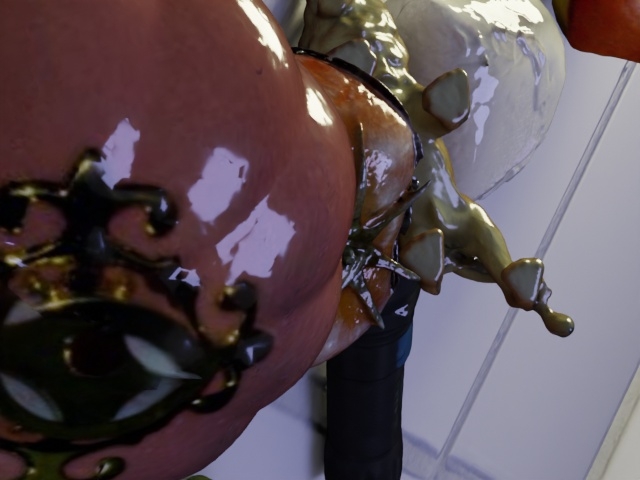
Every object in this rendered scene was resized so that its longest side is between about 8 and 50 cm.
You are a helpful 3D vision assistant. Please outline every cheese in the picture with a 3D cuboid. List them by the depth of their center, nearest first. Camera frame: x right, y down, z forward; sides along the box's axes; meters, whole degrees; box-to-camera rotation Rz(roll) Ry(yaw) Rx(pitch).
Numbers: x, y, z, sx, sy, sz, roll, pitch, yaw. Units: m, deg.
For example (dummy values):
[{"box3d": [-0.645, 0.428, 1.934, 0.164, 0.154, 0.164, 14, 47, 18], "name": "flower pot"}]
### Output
[{"box3d": [0.111, -0.125, 1.385, 0.189, 0.154, 0.198, -20, 131, -41], "name": "cheese"}]

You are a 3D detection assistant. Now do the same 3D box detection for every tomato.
[{"box3d": [-0.043, -0.006, 1.133, 0.155, 0.181, 0.214, -35, 140, -44], "name": "tomato"}]

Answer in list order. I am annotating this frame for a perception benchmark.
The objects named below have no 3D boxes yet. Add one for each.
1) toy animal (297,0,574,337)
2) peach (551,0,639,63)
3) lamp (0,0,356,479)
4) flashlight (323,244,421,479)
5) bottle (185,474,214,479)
[{"box3d": [0.067, -0.064, 1.234, 0.097, 0.312, 0.157, -26, -169, -4], "name": "toy animal"}, {"box3d": [0.393, -0.344, 1.711, 0.380, 0.242, 0.306, -68, 163, 6], "name": "peach"}, {"box3d": [-0.137, -0.016, 0.803, 0.239, 0.305, 0.305, -111, -163, -50], "name": "lamp"}, {"box3d": [0.042, 0.105, 1.569, 0.103, 0.103, 0.424, -51, 157, -33], "name": "flashlight"}, {"box3d": [-0.121, 0.326, 1.376, 0.260, 0.112, 0.112, -62, 158, -10], "name": "bottle"}]
